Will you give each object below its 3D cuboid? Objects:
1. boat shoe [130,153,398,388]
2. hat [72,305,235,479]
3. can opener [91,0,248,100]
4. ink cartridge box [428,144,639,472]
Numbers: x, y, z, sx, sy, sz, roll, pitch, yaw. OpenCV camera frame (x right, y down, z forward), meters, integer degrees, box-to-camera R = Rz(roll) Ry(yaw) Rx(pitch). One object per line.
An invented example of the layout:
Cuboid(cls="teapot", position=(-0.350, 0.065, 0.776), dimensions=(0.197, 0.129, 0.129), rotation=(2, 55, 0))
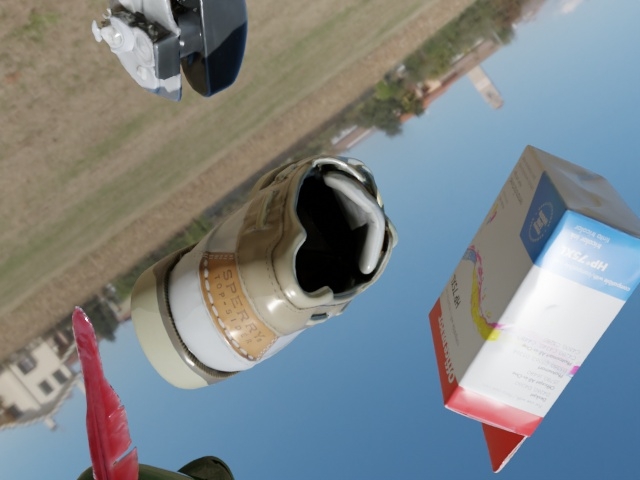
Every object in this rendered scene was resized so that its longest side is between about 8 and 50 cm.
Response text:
Cuboid(cls="boat shoe", position=(0.000, 0.000, 0.507), dimensions=(0.103, 0.113, 0.302), rotation=(-23, -168, 27))
Cuboid(cls="hat", position=(-0.179, 0.199, 0.543), dimensions=(0.173, 0.184, 0.208), rotation=(-24, -142, 45))
Cuboid(cls="can opener", position=(-0.093, -0.201, 0.416), dimensions=(0.093, 0.074, 0.280), rotation=(-36, 152, -29))
Cuboid(cls="ink cartridge box", position=(0.156, 0.056, 0.597), dimensions=(0.134, 0.078, 0.231), rotation=(-85, -162, -63))
